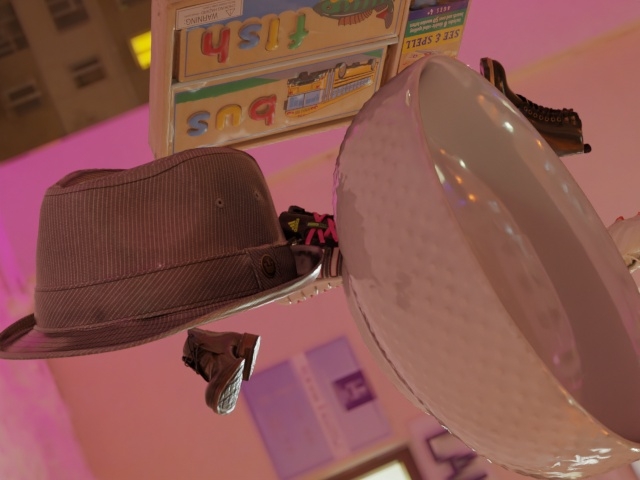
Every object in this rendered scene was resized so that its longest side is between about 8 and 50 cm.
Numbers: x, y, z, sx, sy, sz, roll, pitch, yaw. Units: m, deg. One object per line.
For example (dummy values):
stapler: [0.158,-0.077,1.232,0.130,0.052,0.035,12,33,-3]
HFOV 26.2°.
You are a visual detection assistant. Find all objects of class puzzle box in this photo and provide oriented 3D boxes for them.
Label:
puzzle box: [-0.010,-0.236,1.675,0.272,0.408,0.052,99,-31,-50]

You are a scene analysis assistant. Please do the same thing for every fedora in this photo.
fedora: [-0.130,-0.002,1.066,0.243,0.275,0.124,-6,-83,43]

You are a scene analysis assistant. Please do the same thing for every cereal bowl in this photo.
cereal bowl: [0.120,0.035,1.049,0.339,0.141,0.339,41,30,-30]

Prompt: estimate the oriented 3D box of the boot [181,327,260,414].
boot: [-0.157,0.179,1.926,0.219,0.106,0.082,-57,160,-73]

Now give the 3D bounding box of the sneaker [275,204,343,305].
sneaker: [0.000,0.000,1.192,0.075,0.170,0.063,40,43,-28]

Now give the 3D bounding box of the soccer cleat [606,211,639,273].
soccer cleat: [0.322,0.031,1.574,0.068,0.076,0.196,35,-37,-21]

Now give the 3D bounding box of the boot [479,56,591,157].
boot: [0.312,-0.194,2.011,0.077,0.137,0.198,-90,164,-46]
